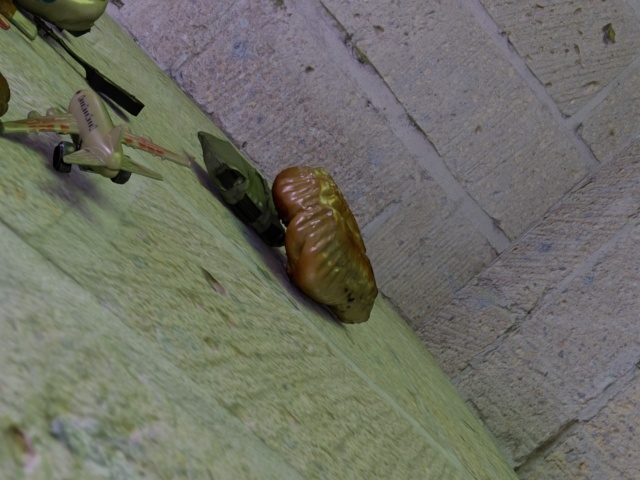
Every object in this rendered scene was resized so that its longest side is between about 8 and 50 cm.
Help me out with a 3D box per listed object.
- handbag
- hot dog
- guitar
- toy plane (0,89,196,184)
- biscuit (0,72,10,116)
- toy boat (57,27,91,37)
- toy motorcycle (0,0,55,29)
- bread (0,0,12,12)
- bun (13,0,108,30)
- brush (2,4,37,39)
[{"bbox_3d":[-0.200,-0.139,1.648,0.316,0.109,0.253,52,6,-30],"label":"handbag"},{"bbox_3d":[0.000,0.000,1.541,0.365,0.196,0.367,60,10,-67],"label":"hot dog"},{"bbox_3d":[-0.484,-0.357,1.303,0.271,0.038,0.084,40,1,-20],"label":"guitar"},{"bbox_3d":[-0.282,-0.128,0.781,0.229,0.092,0.244,8,18,-35],"label":"toy plane"},{"bbox_3d":[-0.413,-0.207,0.632,0.226,0.042,0.226,48,5,-6],"label":"biscuit"},{"bbox_3d":[-0.628,-0.580,1.521,0.246,0.103,0.093,45,-10,34],"label":"toy boat"},{"bbox_3d":[-0.503,-0.447,0.989,0.182,0.124,0.272,44,28,-20],"label":"toy motorcycle"},{"bbox_3d":[-0.575,-0.436,1.046,0.074,0.053,0.132,48,7,18],"label":"bread"},{"bbox_3d":[-0.562,-0.520,1.334,0.210,0.116,0.237,25,26,-14],"label":"bun"},{"bbox_3d":[-0.627,-0.473,1.135,0.272,0.013,0.103,44,5,-32],"label":"brush"}]
